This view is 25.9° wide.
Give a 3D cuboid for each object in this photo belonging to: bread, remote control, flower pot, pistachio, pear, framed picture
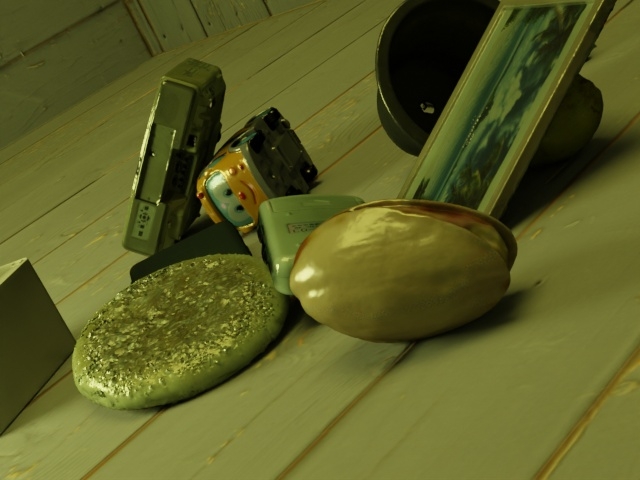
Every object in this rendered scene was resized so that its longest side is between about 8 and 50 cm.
[{"bbox_3d":[-0.160,0.093,1.544,0.267,0.040,0.267,-17,28,10],"label":"bread"},{"bbox_3d":[0.000,0.000,1.599,0.140,0.056,0.296,-1,15,-6],"label":"remote control"},{"bbox_3d":[0.161,-0.192,1.800,0.235,0.235,0.148,-31,-3,-20],"label":"flower pot"},{"bbox_3d":[0.075,0.026,1.310,0.215,0.144,0.144,-12,20,19],"label":"pistachio"},{"bbox_3d":[0.267,-0.143,1.625,0.131,0.107,0.107,-35,16,-3],"label":"pear"},{"bbox_3d":[0.203,-0.147,1.593,0.315,0.024,0.232,-61,23,-7],"label":"framed picture"}]

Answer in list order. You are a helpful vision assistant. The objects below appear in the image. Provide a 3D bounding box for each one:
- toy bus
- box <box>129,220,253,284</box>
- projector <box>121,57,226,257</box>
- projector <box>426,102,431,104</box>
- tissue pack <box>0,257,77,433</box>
[{"bbox_3d":[-0.097,-0.093,1.982,0.136,0.126,0.209,-29,14,20],"label":"toy bus"},{"bbox_3d":[-0.162,0.047,1.761,0.160,0.050,0.230,-26,16,-4],"label":"box"},{"bbox_3d":[-0.205,-0.122,2.030,0.088,0.270,0.193,17,21,4],"label":"projector"},{"bbox_3d":[0.254,-0.279,2.085,0.192,0.099,0.256,-30,16,-13],"label":"projector"},{"bbox_3d":[-0.435,0.145,1.708,0.159,0.136,0.246,-18,17,23],"label":"tissue pack"}]
